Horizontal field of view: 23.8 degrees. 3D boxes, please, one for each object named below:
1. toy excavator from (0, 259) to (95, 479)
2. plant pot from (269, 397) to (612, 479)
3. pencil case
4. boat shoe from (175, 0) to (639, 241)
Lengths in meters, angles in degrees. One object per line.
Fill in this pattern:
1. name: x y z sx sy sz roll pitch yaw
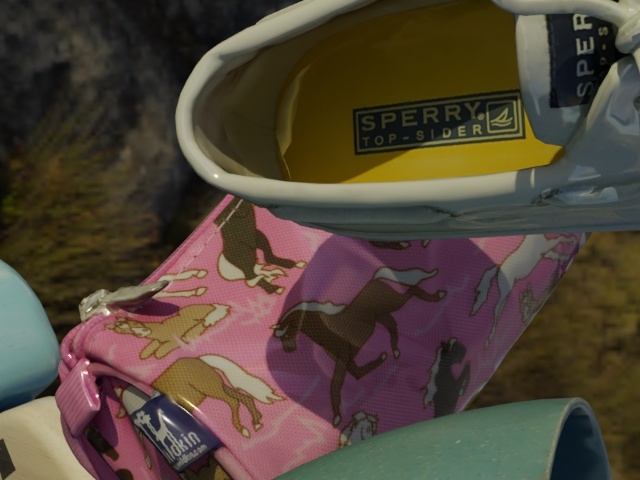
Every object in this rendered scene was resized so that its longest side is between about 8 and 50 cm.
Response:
1. toy excavator: -0.243 0.143 1.040 0.222 0.445 0.433 -16 76 -35
2. plant pot: 0.010 0.208 0.585 0.290 0.195 0.290 -3 90 -72
3. pencil case: 0.036 -0.006 0.803 0.386 0.160 0.167 -48 140 -26
4. boat shoe: 0.103 -0.070 0.514 0.156 0.367 0.135 1 84 -58
